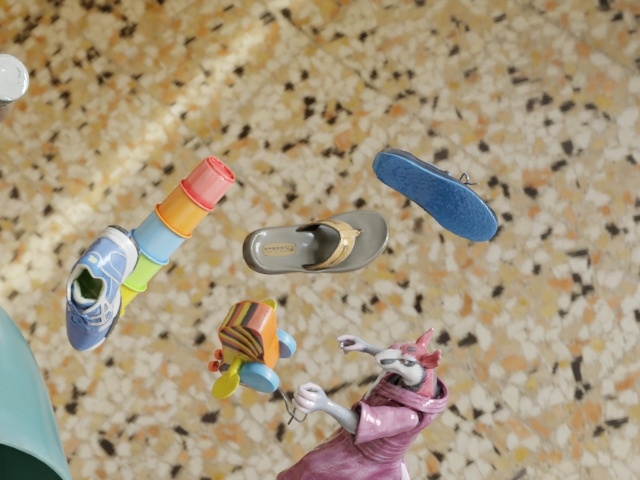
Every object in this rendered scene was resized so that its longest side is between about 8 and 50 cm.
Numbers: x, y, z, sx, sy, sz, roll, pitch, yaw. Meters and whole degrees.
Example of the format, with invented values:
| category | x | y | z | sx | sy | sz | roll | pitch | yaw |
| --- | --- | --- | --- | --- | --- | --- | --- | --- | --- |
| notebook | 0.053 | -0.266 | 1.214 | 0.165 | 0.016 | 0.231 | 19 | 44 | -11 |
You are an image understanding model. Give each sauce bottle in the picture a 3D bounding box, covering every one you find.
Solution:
| category | x | y | z | sx | sy | sz | roll | pitch | yaw |
| --- | --- | --- | --- | --- | --- | --- | --- | --- | --- |
| sauce bottle | -0.541 | -0.212 | 1.717 | 0.344 | 0.111 | 0.111 | -14 | 51 | 56 |

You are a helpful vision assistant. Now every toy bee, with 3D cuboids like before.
| category | x | y | z | sx | sy | sz | roll | pitch | yaw |
| --- | --- | --- | --- | --- | --- | --- | --- | --- | --- |
| toy bee | -0.131 | 0.209 | 1.919 | 0.162 | 0.298 | 0.195 | 10 | 33 | 23 |

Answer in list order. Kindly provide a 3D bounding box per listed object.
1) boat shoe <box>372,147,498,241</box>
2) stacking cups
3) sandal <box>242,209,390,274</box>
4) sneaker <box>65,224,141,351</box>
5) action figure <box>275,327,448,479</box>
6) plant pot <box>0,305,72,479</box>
| category | x | y | z | sx | sy | sz | roll | pitch | yaw |
| --- | --- | --- | --- | --- | --- | --- | --- | --- | --- |
| boat shoe | 0.221 | -0.100 | 2.057 | 0.258 | 0.089 | 0.109 | 38 | 115 | -4 |
| stacking cups | -0.263 | -0.007 | 1.883 | 0.316 | 0.096 | 0.096 | -43 | 56 | 12 |
| sandal | 0.000 | 0.000 | 1.573 | 0.219 | 0.060 | 0.090 | -4 | 75 | -19 |
| sneaker | -0.302 | 0.071 | 1.449 | 0.080 | 0.211 | 0.081 | 32 | 39 | 11 |
| action figure | 0.085 | 0.276 | 1.565 | 0.275 | 0.370 | 0.248 | 39 | 37 | 5 |
| plant pot | -0.376 | 0.161 | 0.992 | 0.293 | 0.293 | 0.235 | -25 | 48 | 6 |
